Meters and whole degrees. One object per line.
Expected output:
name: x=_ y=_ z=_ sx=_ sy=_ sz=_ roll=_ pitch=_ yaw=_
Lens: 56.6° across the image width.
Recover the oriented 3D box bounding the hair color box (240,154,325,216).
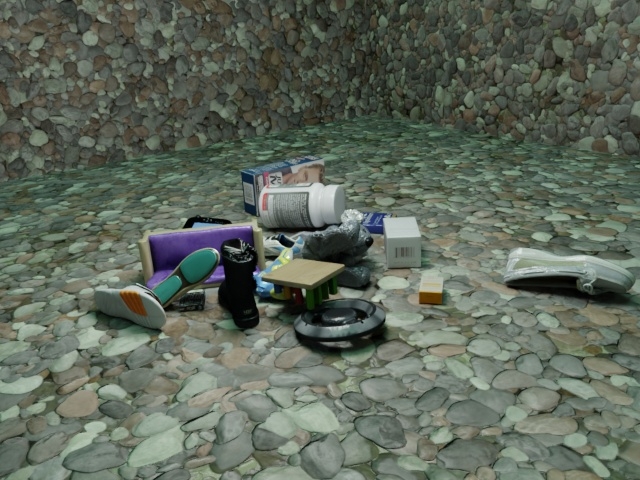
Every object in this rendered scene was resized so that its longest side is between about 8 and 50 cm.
hair color box: x=-0.144 y=-0.228 z=2.419 sx=0.347 sy=0.174 sz=0.105 roll=-19 pitch=27 yaw=-34

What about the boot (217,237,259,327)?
boot: x=-0.220 y=0.088 z=1.569 sx=0.094 sy=0.207 sz=0.246 roll=-9 pitch=21 yaw=-18

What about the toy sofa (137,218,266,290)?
toy sofa: x=-0.350 y=0.044 z=1.782 sx=0.362 sy=0.150 sz=0.177 roll=-6 pitch=20 yaw=-6

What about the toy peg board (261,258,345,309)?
toy peg board: x=-0.042 y=0.115 z=1.557 sx=0.160 sy=0.079 sz=0.161 roll=6 pitch=18 yaw=33

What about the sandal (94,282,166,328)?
sandal: x=-0.493 y=0.157 z=1.578 sx=0.265 sy=0.102 sz=0.076 roll=8 pitch=27 yaw=32

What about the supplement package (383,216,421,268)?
supplement package: x=0.253 y=0.004 z=1.855 sx=0.105 sy=0.105 sz=0.179 roll=-3 pitch=22 yaw=4

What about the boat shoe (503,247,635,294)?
boat shoe: x=0.653 y=0.097 z=1.578 sx=0.320 sy=0.103 sz=0.118 roll=12 pitch=-19 yaw=28

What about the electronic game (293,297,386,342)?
electronic game: x=0.047 y=0.196 z=1.467 sx=0.229 sy=0.048 sz=0.229 roll=-7 pitch=14 yaw=2

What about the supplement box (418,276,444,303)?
supplement box: x=0.300 y=0.134 z=1.607 sx=0.062 sy=0.036 sz=0.098 roll=2 pitch=22 yaw=14

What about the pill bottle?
pill bottle: x=-0.063 y=-0.125 z=2.132 sx=0.283 sy=0.161 sz=0.161 roll=0 pitch=21 yaw=21

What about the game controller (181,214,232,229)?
game controller: x=-0.401 y=-0.017 z=2.062 sx=0.166 sy=0.067 sz=0.319 roll=-4 pitch=22 yaw=0

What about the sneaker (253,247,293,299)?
sneaker: x=-0.139 y=0.091 z=1.711 sx=0.126 sy=0.091 sz=0.240 roll=-4 pitch=22 yaw=1

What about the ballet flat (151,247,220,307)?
ballet flat: x=-0.362 y=0.101 z=1.625 sx=0.248 sy=0.086 sz=0.086 roll=-33 pitch=17 yaw=13

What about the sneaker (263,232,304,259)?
sneaker: x=-0.155 y=0.013 z=1.924 sx=0.237 sy=0.086 sz=0.085 roll=5 pitch=24 yaw=23

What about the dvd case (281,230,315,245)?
dvd case: x=0.000 y=0.000 z=1.992 sx=0.221 sy=0.018 sz=0.164 roll=6 pitch=14 yaw=23

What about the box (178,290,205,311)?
box: x=-0.353 y=0.168 z=1.643 sx=0.067 sy=0.018 sz=0.083 roll=-6 pitch=21 yaw=-6

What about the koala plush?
koala plush: x=0.075 y=0.010 z=1.765 sx=0.203 sy=0.196 sz=0.221 roll=-2 pitch=23 yaw=33

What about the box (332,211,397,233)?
box: x=0.155 y=-0.065 z=2.148 sx=0.225 sy=0.037 sz=0.136 roll=2 pitch=22 yaw=16
